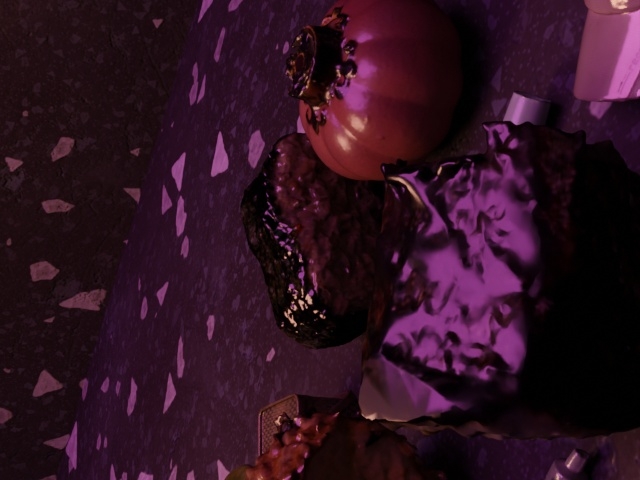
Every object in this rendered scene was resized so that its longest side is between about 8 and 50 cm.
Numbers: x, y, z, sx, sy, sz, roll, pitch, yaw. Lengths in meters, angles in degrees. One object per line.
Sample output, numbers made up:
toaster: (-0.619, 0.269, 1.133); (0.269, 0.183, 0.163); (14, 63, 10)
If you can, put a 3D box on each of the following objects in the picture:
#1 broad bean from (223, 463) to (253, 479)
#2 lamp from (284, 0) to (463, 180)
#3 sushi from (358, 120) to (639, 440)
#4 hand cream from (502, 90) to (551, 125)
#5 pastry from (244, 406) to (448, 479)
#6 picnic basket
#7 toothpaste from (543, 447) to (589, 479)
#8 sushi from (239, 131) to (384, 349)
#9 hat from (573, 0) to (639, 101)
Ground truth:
broad bean: (-0.113, 0.432, 1.436); (0.207, 0.072, 0.153); (-169, 90, -77)
lamp: (0.070, -0.240, 1.396); (0.305, 0.240, 0.305); (-35, 50, 56)
sushi: (0.196, 0.057, 0.966); (0.281, 0.299, 0.294); (-2, 78, 25)
hand cream: (0.229, -0.028, 1.212); (0.085, 0.058, 0.331); (33, 117, 46)
pastry: (0.041, 0.429, 1.179); (0.405, 0.293, 0.337); (63, 147, 36)
picnic basket: (-0.005, 0.374, 1.455); (0.165, 0.139, 0.266); (-37, 50, 57)
toothpaste: (0.249, 0.319, 1.053); (0.064, 0.041, 0.218); (-101, 27, -59)
sushi: (0.000, 0.000, 1.514); (0.171, 0.211, 0.350); (-44, 48, 46)
hat: (0.315, -0.274, 1.014); (0.226, 0.164, 0.219); (-58, 25, -1)
